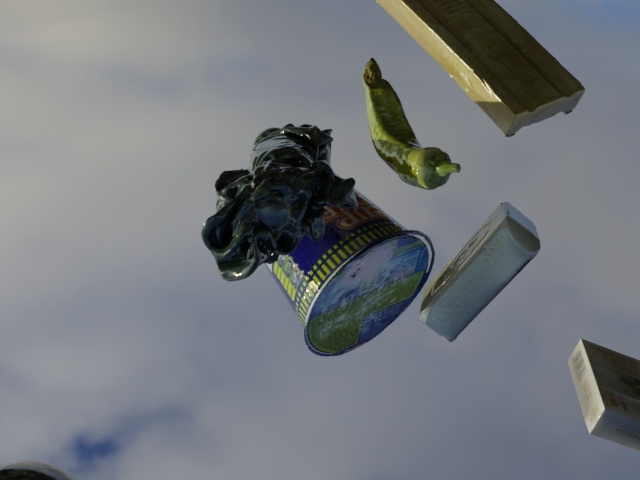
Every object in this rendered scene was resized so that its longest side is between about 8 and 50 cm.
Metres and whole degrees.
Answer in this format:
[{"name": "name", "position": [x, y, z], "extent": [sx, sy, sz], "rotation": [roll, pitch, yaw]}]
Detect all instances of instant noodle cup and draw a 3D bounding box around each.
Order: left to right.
[{"name": "instant noodle cup", "position": [0.000, 0.000, 1.648], "extent": [0.284, 0.284, 0.312], "rotation": [-18, -129, -33]}]

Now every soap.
[{"name": "soap", "position": [0.152, -0.210, 0.948], "extent": [0.092, 0.037, 0.252], "rotation": [-23, -121, -24]}, {"name": "soap", "position": [0.213, 0.041, 1.244], "extent": [0.064, 0.183, 0.121], "rotation": [39, -164, -3]}]

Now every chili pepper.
[{"name": "chili pepper", "position": [0.066, -0.097, 0.821], "extent": [0.043, 0.048, 0.208], "rotation": [-15, -142, -11]}]

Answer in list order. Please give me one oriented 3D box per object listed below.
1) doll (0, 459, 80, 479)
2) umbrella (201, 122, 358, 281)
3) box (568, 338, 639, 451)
[{"name": "doll", "position": [-0.182, 0.348, 0.923], "extent": [0.252, 0.378, 0.382], "rotation": [-30, -174, -25]}, {"name": "umbrella", "position": [-0.042, -0.057, 0.939], "extent": [0.143, 0.094, 0.349], "rotation": [-17, -164, 0]}, {"name": "box", "position": [0.550, 0.286, 1.689], "extent": [0.150, 0.067, 0.233], "rotation": [18, -155, -4]}]
